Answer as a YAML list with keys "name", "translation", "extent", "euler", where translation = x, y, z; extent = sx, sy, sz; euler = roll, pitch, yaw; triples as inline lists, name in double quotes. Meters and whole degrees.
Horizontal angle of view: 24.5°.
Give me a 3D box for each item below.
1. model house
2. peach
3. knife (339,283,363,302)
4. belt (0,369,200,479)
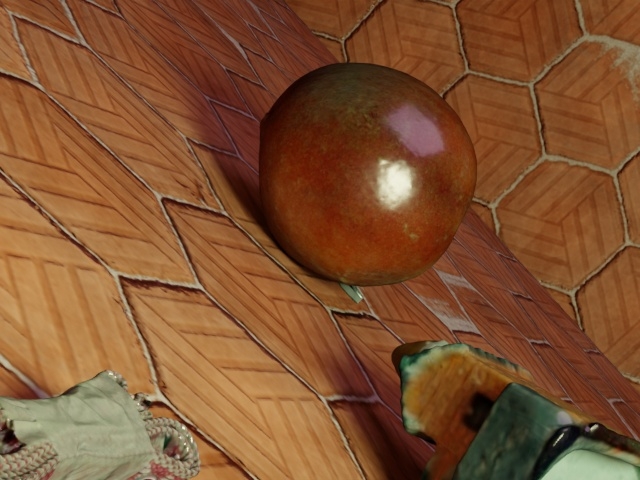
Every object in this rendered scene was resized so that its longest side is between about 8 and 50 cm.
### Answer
- name: "model house"
  translation: [0.146, 0.187, 1.263]
  extent: [0.253, 0.184, 0.291]
  euler: [25, 9, -44]
- name: "peach"
  translation: [0.043, -0.075, 1.574]
  extent: [0.252, 0.252, 0.252]
  euler: [43, 12, -11]
- name: "knife"
  translation: [0.000, -0.001, 1.695]
  extent: [0.028, 0.015, 0.210]
  euler: [43, 11, -43]
- name: "belt"
  translation: [-0.138, 0.107, 0.755]
  extent: [0.071, 0.053, 0.232]
  euler: [49, 12, 19]
